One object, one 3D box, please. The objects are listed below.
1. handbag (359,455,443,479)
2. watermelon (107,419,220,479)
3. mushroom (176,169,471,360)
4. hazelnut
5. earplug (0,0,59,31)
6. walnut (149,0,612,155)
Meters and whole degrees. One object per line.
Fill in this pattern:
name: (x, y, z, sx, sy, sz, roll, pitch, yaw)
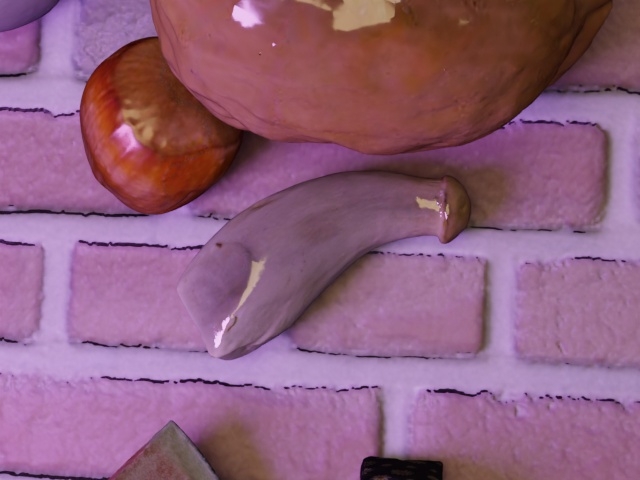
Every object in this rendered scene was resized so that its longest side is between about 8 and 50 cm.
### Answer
handbag: (0.060, 0.264, 1.515, 0.072, 0.115, 0.139, 10, 100, 2)
watermelon: (-0.207, 0.305, 1.483, 0.283, 0.292, 0.250, -25, 45, 12)
mushroom: (0.000, 0.000, 1.554, 0.270, 0.103, 0.118, -30, 80, -2)
hazelnut: (-0.149, -0.101, 1.578, 0.150, 0.150, 0.150, -1, 83, 8)
earplug: (-0.272, -0.329, 1.589, 0.214, 0.175, 0.325, 39, 89, 8)
walnut: (0.038, -0.229, 1.458, 0.383, 0.383, 0.383, -1, 83, 8)
